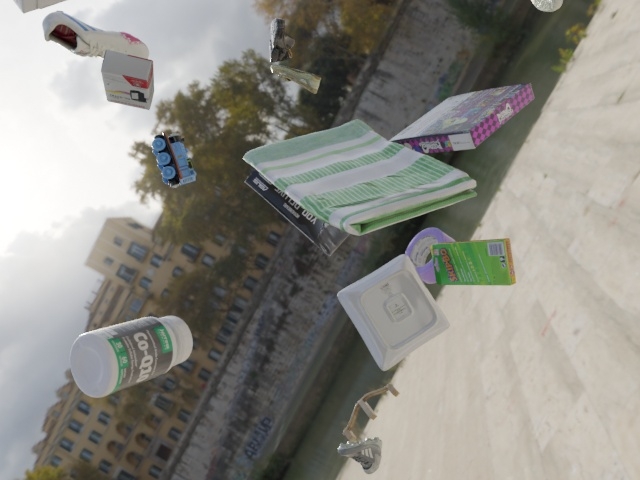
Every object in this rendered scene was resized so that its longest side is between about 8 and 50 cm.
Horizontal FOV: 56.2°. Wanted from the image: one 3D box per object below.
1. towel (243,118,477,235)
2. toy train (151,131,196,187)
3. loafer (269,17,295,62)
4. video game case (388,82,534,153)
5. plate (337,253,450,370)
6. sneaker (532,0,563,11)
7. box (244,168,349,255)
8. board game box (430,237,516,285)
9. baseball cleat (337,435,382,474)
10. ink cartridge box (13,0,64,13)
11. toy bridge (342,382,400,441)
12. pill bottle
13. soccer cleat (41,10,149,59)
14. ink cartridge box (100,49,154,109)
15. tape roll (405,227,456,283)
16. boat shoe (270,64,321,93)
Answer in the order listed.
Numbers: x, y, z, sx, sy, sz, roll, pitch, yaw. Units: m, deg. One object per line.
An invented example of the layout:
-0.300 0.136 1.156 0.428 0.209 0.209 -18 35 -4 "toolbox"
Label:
0.054 -0.114 0.963 0.248 0.325 0.038 -20 -54 -24 "towel"
-0.464 -0.258 1.896 0.105 0.184 0.080 -18 -9 -16 "toy train"
-0.095 -0.508 1.513 0.170 0.061 0.062 134 132 -79 "loafer"
0.286 -0.246 1.225 0.232 0.042 0.210 -39 25 -32 "video game case"
0.234 0.213 1.845 0.277 0.278 0.045 -29 -7 -19 "plate"
0.390 -0.447 1.024 0.152 0.084 0.058 -115 0 -49 "sneaker"
-0.011 -0.105 1.378 0.076 0.242 0.307 -49 -1 20 "box"
0.421 0.063 1.677 0.039 0.124 0.259 -13 5 -40 "board game box"
0.128 0.648 1.795 0.206 0.072 0.109 11 -109 -48 "baseball cleat"
-0.513 -0.519 1.049 0.127 0.176 0.128 -35 -4 -32 "ink cartridge box"
0.124 0.447 1.586 0.188 0.063 0.026 -47 -46 3 "toy bridge"
-0.602 0.361 1.947 0.361 0.204 0.204 -11 -48 -59 "pill bottle"
-0.721 -0.624 1.925 0.116 0.331 0.143 -57 32 35 "soccer cleat"
-0.540 -0.449 1.691 0.175 0.127 0.072 132 146 -70 "ink cartridge box"
0.396 0.054 2.150 0.189 0.080 0.189 -37 36 33 "tape roll"
-0.071 -0.439 1.620 0.056 0.153 0.048 -24 -48 -65 "boat shoe"
